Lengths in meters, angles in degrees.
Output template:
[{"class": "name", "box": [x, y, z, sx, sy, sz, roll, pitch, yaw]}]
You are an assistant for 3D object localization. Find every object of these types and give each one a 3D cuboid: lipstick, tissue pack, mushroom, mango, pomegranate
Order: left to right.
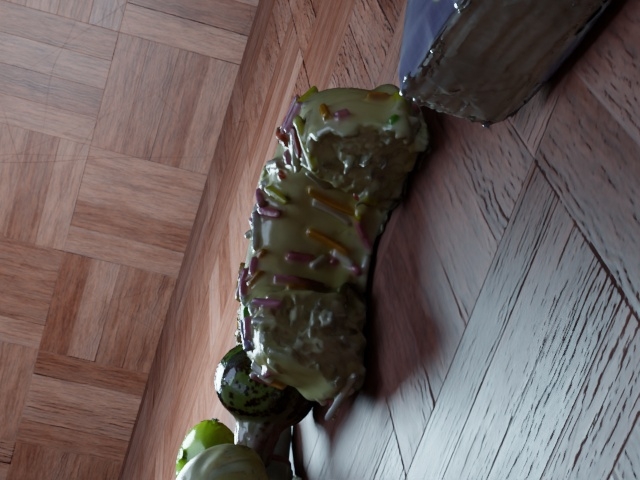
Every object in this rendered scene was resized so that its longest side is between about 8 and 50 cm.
[{"class": "mango", "box": [-0.181, 0.373, 2.019, 0.119, 0.100, 0.178, -155, 72, -76]}, {"class": "mushroom", "box": [-0.116, 0.316, 1.525, 0.148, 0.112, 0.148, -21, 49, 26]}, {"class": "pomegranate", "box": [-0.064, 0.201, 1.602, 0.138, 0.125, 0.163, 32, -140, -59]}, {"class": "lipstick", "box": [-0.059, 0.279, 1.669, 0.186, 0.057, 0.063, -85, 11, -60]}, {"class": "tissue pack", "box": [0.167, -0.304, 1.089, 0.242, 0.125, 0.344, 123, 158, -58]}]

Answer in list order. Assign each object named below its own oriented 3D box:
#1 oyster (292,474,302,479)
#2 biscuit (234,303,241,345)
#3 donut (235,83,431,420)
[{"class": "oyster", "box": [-0.025, 0.320, 1.452, 0.165, 0.053, 0.108, -152, 58, -71]}, {"class": "biscuit", "box": [-0.126, 0.131, 2.217, 0.206, 0.025, 0.126, -105, 30, -68]}, {"class": "donut", "box": [0.001, -0.009, 1.470, 0.307, 0.150, 0.371, -137, 61, -77]}]
